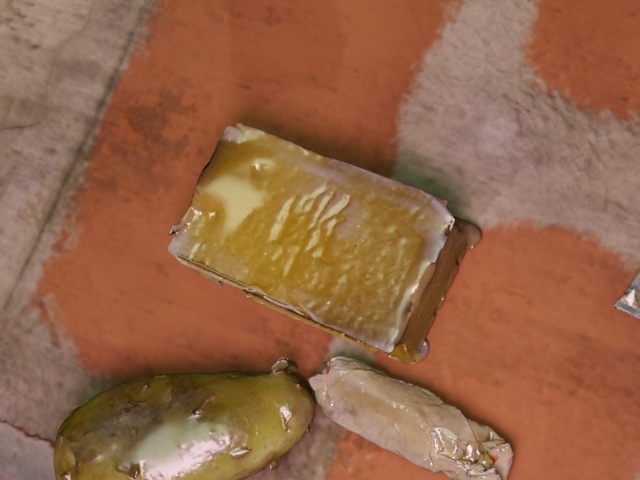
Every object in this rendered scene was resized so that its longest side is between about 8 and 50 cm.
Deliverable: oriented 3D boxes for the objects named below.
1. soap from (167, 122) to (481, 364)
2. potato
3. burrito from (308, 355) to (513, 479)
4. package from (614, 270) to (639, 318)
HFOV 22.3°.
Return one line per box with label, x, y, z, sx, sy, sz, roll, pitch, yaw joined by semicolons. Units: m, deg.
soap;0.001;0.001;1.362;0.233;0.076;0.135;23;82;22
potato;-0.114;0.161;1.339;0.225;0.090;0.117;-16;62;5
burrito;0.071;0.145;1.307;0.188;0.045;0.058;25;75;25
package;0.277;0.015;1.298;0.037;0.015;0.110;29;82;29
